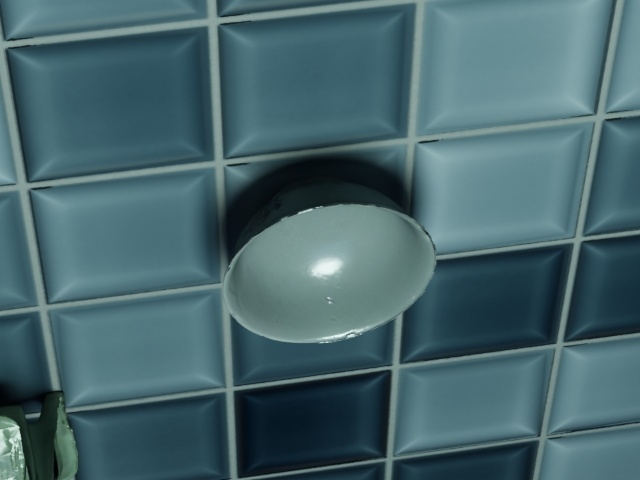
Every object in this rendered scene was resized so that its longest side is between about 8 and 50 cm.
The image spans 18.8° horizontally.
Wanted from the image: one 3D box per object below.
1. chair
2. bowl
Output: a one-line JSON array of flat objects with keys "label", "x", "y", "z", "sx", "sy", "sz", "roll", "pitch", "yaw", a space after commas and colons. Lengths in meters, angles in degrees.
[{"label": "chair", "x": -0.331, "y": 0.245, "z": 1.809, "sx": 0.203, "sy": 0.274, "sz": 0.190, "roll": -9, "pitch": 117, "yaw": -2}, {"label": "bowl", "x": 0.000, "y": 0.000, "z": 1.677, "sx": 0.189, "sy": 0.086, "sz": 0.189, "roll": -9, "pitch": 141, "yaw": -7}]
